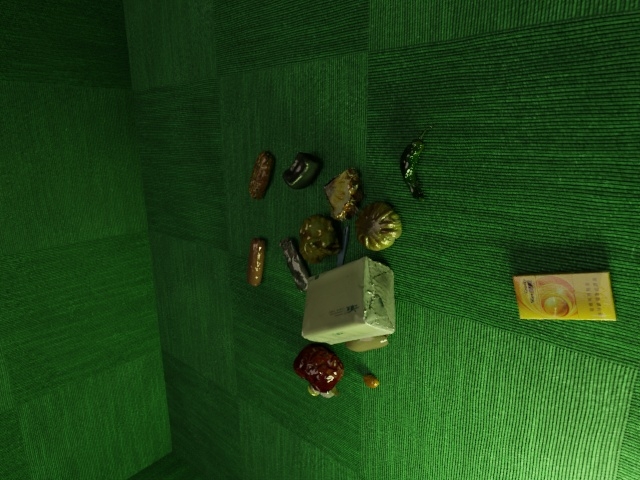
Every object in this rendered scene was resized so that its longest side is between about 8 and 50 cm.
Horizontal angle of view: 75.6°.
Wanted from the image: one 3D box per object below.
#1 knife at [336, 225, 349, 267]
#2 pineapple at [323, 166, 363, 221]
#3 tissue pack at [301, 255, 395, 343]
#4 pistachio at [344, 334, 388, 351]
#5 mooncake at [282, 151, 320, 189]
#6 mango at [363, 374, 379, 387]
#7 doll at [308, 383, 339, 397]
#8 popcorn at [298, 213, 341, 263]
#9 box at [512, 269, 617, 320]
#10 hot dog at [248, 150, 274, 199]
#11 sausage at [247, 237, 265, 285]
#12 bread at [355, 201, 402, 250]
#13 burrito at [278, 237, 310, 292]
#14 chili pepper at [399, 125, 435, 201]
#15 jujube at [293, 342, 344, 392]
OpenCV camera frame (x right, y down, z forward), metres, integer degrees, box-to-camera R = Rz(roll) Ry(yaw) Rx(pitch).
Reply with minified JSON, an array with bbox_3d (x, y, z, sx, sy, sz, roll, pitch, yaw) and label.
[{"bbox_3d":[0.095,0.074,1.906,0.044,0.019,0.313,30,120,42],"label":"knife"},{"bbox_3d":[0.099,-0.204,1.784,0.186,0.114,0.236,20,104,38],"label":"pineapple"},{"bbox_3d":[0.116,0.265,1.755,0.380,0.207,0.297,-26,50,42],"label":"tissue pack"},{"bbox_3d":[0.204,0.432,1.835,0.226,0.136,0.135,-18,88,35],"label":"pistachio"},{"bbox_3d":[-0.090,-0.316,1.870,0.104,0.175,0.168,49,170,17],"label":"mooncake"},{"bbox_3d":[0.232,0.650,1.914,0.089,0.046,0.060,13,108,53],"label":"mango"},{"bbox_3d":[0.009,0.758,2.112,0.207,0.081,0.129,-16,125,45],"label":"doll"},{"bbox_3d":[0.000,0.000,1.882,0.203,0.200,0.226,14,78,12],"label":"popcorn"},{"bbox_3d":[0.767,0.175,1.308,0.269,0.043,0.152,-7,96,42],"label":"box"},{"bbox_3d":[-0.307,-0.329,2.130,0.115,0.072,0.269,34,121,22],"label":"hot dog"},{"bbox_3d":[-0.356,0.119,2.275,0.086,0.086,0.289,26,118,35],"label":"sausage"},{"bbox_3d":[0.228,-0.059,1.695,0.213,0.105,0.213,12,107,43],"label":"bread"},{"bbox_3d":[-0.119,0.130,2.079,0.096,0.066,0.309,-29,84,40],"label":"burrito"},{"bbox_3d":[0.352,-0.289,1.551,0.122,0.065,0.278,11,110,30],"label":"chili pepper"},{"bbox_3d":[-0.004,0.615,2.008,0.232,0.213,0.213,39,125,17],"label":"jujube"}]
